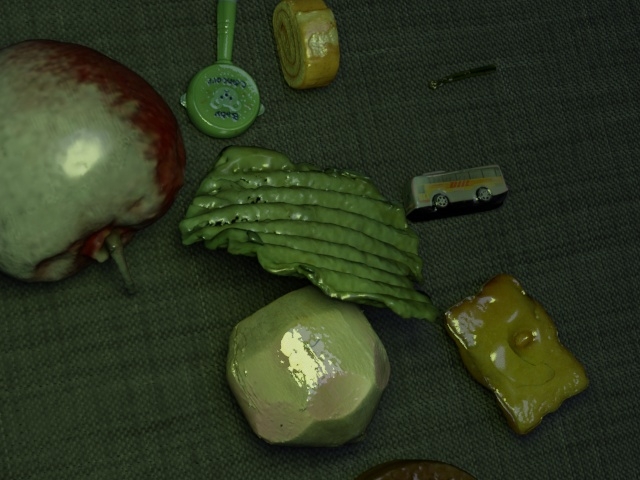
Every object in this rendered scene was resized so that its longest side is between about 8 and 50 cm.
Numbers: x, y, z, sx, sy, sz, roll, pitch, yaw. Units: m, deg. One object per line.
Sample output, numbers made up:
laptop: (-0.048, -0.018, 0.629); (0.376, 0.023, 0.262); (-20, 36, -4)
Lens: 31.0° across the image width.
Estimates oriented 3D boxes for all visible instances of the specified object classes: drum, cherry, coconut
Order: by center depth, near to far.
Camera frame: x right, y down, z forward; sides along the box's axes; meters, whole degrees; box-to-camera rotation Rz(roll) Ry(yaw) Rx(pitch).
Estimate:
cherry: (-0.364, -0.107, 1.577); (0.335, 0.291, 0.326); (31, 81, 10)
coconut: (-0.015, 0.195, 1.651); (0.227, 0.227, 0.230); (-25, 80, -21)
drum: (-0.167, -0.280, 1.784); (0.130, 0.049, 0.253); (-11, 82, -20)

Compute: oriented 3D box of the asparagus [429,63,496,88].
asparagus: (0.237, -0.275, 1.931); (0.127, 0.015, 0.018); (-17, 83, -20)

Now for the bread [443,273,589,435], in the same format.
bread: (0.300, 0.177, 1.826); (0.161, 0.088, 0.233); (-30, 87, -26)

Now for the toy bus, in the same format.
toy bus: (0.216, -0.078, 1.864); (0.172, 0.057, 0.072); (-9, 76, -20)

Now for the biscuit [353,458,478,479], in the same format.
biscuit: (0.170, 0.526, 1.721); (0.350, 0.070, 0.394); (3, 79, -19)

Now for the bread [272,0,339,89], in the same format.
bread: (-0.017, -0.312, 1.800); (0.073, 0.122, 0.149); (-9, 83, -22)

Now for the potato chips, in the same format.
potato chips: (-0.007, -0.004, 1.679); (0.389, 0.373, 0.097); (18, 116, -9)
